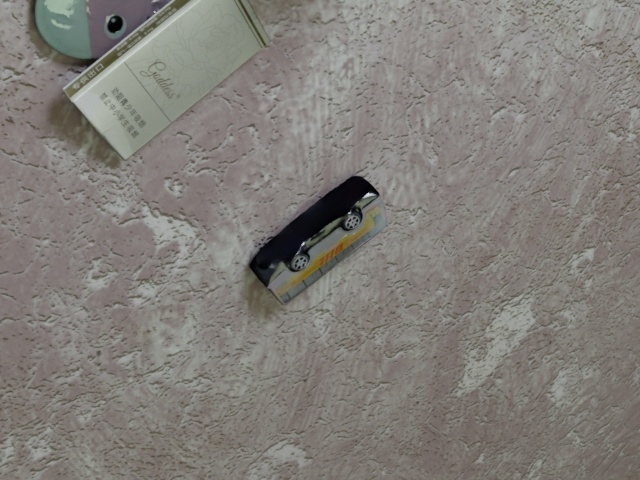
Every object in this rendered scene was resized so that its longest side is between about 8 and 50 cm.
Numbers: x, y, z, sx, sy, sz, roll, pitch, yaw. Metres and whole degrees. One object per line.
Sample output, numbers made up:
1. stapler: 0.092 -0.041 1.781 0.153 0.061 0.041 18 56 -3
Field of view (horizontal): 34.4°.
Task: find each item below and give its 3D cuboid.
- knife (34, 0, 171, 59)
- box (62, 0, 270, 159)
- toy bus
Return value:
1. knife: -0.143 -0.344 0.938 0.132 0.038 0.399 12 110 -39
2. box: -0.148 -0.175 1.023 0.198 0.029 0.109 -40 147 -4
3. toy bus: 0.000 0.000 1.219 0.172 0.057 0.072 -38 136 -6
